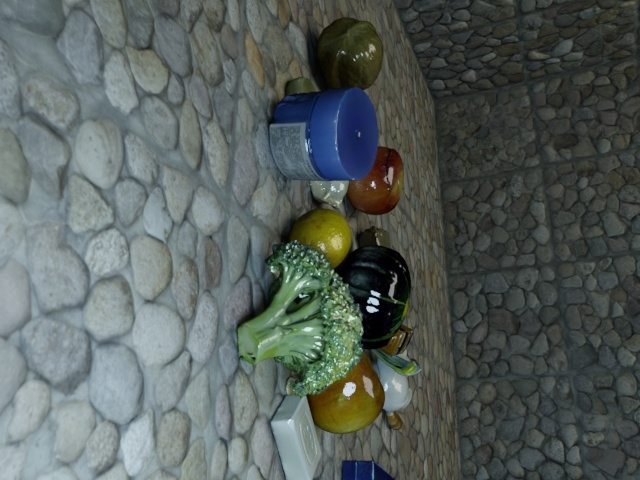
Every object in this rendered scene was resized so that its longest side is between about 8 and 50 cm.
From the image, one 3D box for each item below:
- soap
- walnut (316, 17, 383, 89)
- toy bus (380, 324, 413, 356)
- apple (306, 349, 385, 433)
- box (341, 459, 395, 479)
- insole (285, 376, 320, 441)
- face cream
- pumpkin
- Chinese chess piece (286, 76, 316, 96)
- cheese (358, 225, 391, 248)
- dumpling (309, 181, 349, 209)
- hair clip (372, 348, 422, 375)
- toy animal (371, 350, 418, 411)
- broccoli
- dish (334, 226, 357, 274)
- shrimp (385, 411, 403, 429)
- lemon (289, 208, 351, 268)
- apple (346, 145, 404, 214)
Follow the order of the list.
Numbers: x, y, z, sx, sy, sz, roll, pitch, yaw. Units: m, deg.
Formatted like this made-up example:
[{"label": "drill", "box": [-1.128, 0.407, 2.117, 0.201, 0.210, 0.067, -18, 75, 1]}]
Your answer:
[{"label": "soap", "box": [-0.057, 0.482, 1.430, 0.121, 0.063, 0.183, -50, 129, -66]}, {"label": "walnut", "box": [0.103, -0.627, 2.042, 0.283, 0.227, 0.283, -45, 160, -22]}, {"label": "toy bus", "box": [0.191, 0.290, 1.929, 0.114, 0.200, 0.098, -3, 119, -65]}, {"label": "apple", "box": [0.057, 0.402, 1.593, 0.237, 0.207, 0.237, 64, 2, -5]}, {"label": "box", "box": [0.148, 0.831, 1.762, 0.261, 0.116, 0.279, 55, 32, -48]}, {"label": "insole", "box": [-0.043, 0.452, 1.549, 0.081, 0.011, 0.248, -74, 148, -48]}, {"label": "face cream", "box": [0.008, -0.288, 1.623, 0.249, 0.224, 0.249, -11, 102, -59]}, {"label": "pumpkin", "box": [0.121, 0.144, 1.685, 0.296, 0.295, 0.296, -9, 90, -69]}, {"label": "Chinese chess piece", "box": [-0.054, -0.421, 1.790, 0.144, 0.058, 0.144, -6, 90, -69]}, {"label": "cheese", "box": [0.213, 0.027, 2.256, 0.202, 0.091, 0.176, -34, 113, -68]}, {"label": "dumpling", "box": [0.021, -0.188, 1.868, 0.134, 0.099, 0.170, 29, 72, -21]}, {"label": "hair clip", "box": [0.238, 0.392, 1.931, 0.060, 0.188, 0.033, -35, 140, -36]}, {"label": "toy animal", "box": [0.243, 0.482, 2.043, 0.289, 0.174, 0.249, -72, 146, -51]}, {"label": "broccoli", "box": [-0.028, 0.184, 1.366, 0.302, 0.249, 0.376, -28, 114, -71]}, {"label": "dish", "box": [0.083, 0.072, 1.903, 0.229, 0.081, 0.230, -9, 90, -84]}, {"label": "shrimp", "box": [0.274, 0.632, 2.254, 0.161, 0.049, 0.166, 57, 25, -45]}, {"label": "lemon", "box": [0.000, 0.000, 1.623, 0.207, 0.169, 0.170, -64, 140, -55]}, {"label": "apple", "box": [0.194, -0.218, 2.152, 0.272, 0.206, 0.252, -68, 154, -48]}]
